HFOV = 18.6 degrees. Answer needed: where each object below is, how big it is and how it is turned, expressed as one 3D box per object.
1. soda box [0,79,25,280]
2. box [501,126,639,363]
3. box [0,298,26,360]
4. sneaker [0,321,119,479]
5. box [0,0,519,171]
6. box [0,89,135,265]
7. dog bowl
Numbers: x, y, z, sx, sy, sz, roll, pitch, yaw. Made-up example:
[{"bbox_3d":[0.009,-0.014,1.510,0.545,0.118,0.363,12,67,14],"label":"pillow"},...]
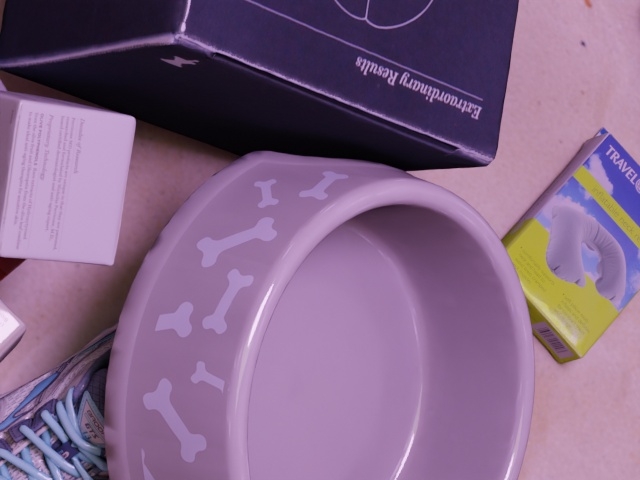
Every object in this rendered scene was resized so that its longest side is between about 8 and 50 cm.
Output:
[{"bbox_3d":[-0.272,-0.099,1.305,0.092,0.083,0.263,-41,118,-25],"label":"soda box"},{"bbox_3d":[0.218,-0.001,1.568,0.109,0.042,0.178,47,66,-9],"label":"box"},{"bbox_3d":[-0.324,0.123,1.267,0.113,0.094,0.275,45,70,-2],"label":"box"},{"bbox_3d":[-0.177,0.131,1.325,0.283,0.122,0.110,-40,95,-25],"label":"sneaker"},{"bbox_3d":[-0.018,-0.271,1.367,0.293,0.212,0.396,19,76,-41],"label":"box"},{"bbox_3d":[-0.186,-0.042,1.261,0.087,0.101,0.102,5,96,-37],"label":"box"},{"bbox_3d":[0.017,0.107,1.346,0.348,0.102,0.349,-8,101,-45],"label":"dog bowl"}]
